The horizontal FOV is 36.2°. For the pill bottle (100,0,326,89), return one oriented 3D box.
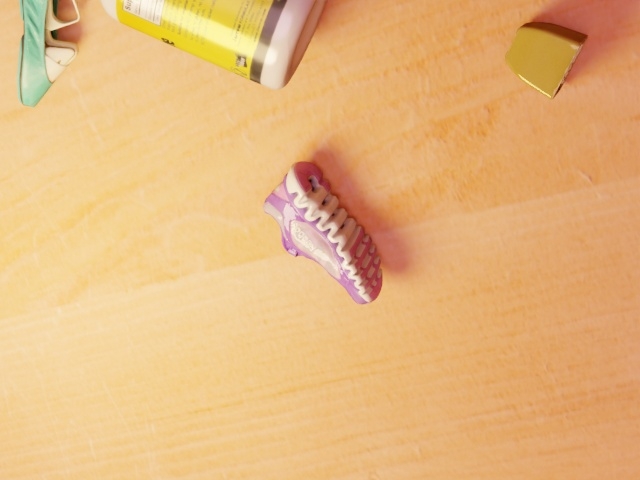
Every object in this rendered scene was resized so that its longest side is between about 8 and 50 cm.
[{"bbox_3d":[-0.166,-0.344,1.278,0.334,0.188,0.187,24,117,1],"label":"pill bottle"}]

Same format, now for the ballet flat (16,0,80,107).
[{"bbox_3d":[-0.390,-0.302,1.404,0.087,0.083,0.247,7,116,-1],"label":"ballet flat"}]

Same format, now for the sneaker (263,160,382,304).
[{"bbox_3d":[0.000,0.000,1.459,0.105,0.095,0.236,-30,100,29],"label":"sneaker"}]

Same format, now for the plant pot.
[{"bbox_3d":[0.292,-0.246,1.289,0.083,0.081,0.081,28,117,10],"label":"plant pot"}]
